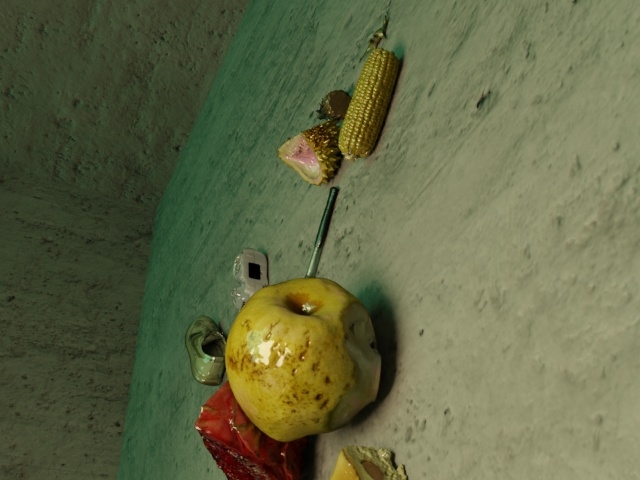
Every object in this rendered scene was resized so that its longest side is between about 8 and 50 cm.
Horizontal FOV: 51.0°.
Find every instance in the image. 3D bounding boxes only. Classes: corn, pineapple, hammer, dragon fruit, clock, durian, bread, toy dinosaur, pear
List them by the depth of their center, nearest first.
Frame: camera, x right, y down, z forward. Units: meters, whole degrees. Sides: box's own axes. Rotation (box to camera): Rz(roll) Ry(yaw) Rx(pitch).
[{"bbox_3d":[0.057,0.397,0.975,0.173,0.085,0.134,-68,26,12],"label":"bread"},{"bbox_3d":[-0.031,0.197,1.108,0.271,0.271,0.271,-49,33,47],"label":"pear"},{"bbox_3d":[-0.084,0.352,1.245,0.317,0.151,0.205,73,-144,-48],"label":"dragon fruit"},{"bbox_3d":[0.097,-0.272,1.353,0.080,0.080,0.238,30,102,68],"label":"corn"},{"bbox_3d":[0.000,0.000,1.471,0.103,0.029,0.247,12,84,69],"label":"hammer"},{"bbox_3d":[0.120,-0.444,1.501,0.120,0.029,0.060,-56,12,49],"label":"toy dinosaur"},{"bbox_3d":[-0.019,-0.210,1.526,0.182,0.132,0.165,123,161,-44],"label":"durian"},{"bbox_3d":[0.027,-0.313,1.575,0.159,0.074,0.074,-162,88,-76],"label":"pineapple"},{"bbox_3d":[-0.197,0.109,1.798,0.117,0.079,0.176,-55,30,41],"label":"clock"}]

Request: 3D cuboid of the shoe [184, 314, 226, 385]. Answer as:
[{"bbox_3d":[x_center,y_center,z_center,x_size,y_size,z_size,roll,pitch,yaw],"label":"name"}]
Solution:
[{"bbox_3d":[-0.325,0.300,1.956,0.098,0.103,0.275,-63,30,23],"label":"shoe"}]
